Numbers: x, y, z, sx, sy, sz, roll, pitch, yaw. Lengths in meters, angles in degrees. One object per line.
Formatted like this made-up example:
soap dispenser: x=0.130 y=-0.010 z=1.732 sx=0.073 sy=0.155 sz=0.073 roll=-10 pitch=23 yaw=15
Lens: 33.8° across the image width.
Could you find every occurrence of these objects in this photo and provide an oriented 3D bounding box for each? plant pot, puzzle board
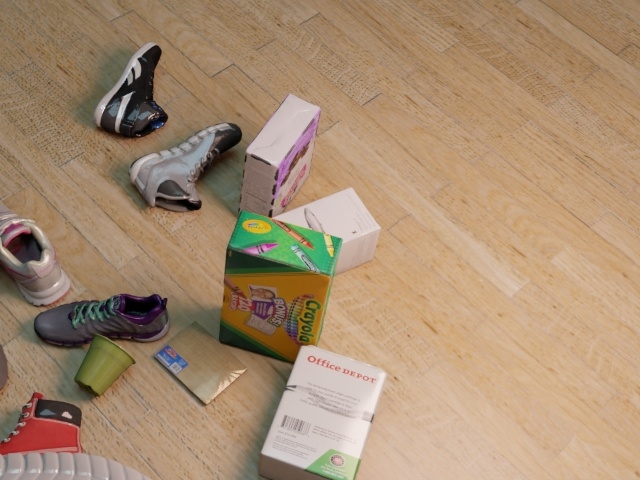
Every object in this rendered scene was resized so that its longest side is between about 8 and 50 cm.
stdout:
plant pot: x=-0.354 y=0.206 z=1.695 sx=0.083 sy=0.083 sz=0.079 roll=29 pitch=67 yaw=12
puzzle board: x=-0.200 y=0.204 z=1.754 sx=0.128 sy=0.011 sz=0.096 roll=39 pitch=60 yaw=19

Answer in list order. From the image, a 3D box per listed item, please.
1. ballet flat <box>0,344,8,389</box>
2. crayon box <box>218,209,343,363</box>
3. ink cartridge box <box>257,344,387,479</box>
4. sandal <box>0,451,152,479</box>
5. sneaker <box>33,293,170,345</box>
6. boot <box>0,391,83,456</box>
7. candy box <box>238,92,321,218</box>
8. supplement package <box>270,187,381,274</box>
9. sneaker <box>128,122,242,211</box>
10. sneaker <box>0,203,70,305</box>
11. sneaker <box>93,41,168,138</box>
ballet flat: x=-0.587 y=0.153 z=1.711 sx=0.250 sy=0.058 sz=0.084 roll=51 pitch=26 yaw=20
crayon box: x=-0.069 y=0.084 z=1.693 sx=0.165 sy=0.278 sz=0.081 roll=15 pitch=53 yaw=3
ink cartridge box: x=0.005 y=0.289 z=1.674 sx=0.153 sy=0.087 sz=0.208 roll=19 pitch=55 yaw=6
sandal: x=-0.407 y=0.377 z=1.456 sx=0.416 sy=0.102 sz=0.169 roll=6 pitch=34 yaw=-1
sneaker: x=-0.361 y=0.116 z=1.738 sx=0.223 sy=0.098 sz=0.083 roll=-3 pitch=55 yaw=-10
boot: x=-0.481 y=0.316 z=1.589 sx=0.244 sy=0.088 sz=0.176 roll=-1 pitch=54 yaw=-19
candy box: x=-0.075 y=-0.138 z=1.901 sx=0.070 sy=0.196 sz=0.165 roll=26 pitch=55 yaw=10
supplement package: x=0.000 y=0.000 z=1.870 sx=0.179 sy=0.105 sz=0.105 roll=-22 pitch=61 yaw=-22
sneaker: x=-0.228 y=-0.120 z=1.947 sx=0.228 sy=0.086 sz=0.132 roll=-26 pitch=66 yaw=-13
sneaker: x=-0.526 y=-0.005 z=1.793 sx=0.252 sy=0.111 sz=0.103 roll=36 pitch=57 yaw=17
sneaker: x=-0.336 y=-0.281 z=2.048 sx=0.121 sy=0.079 sz=0.217 roll=26 pitch=63 yaw=6
